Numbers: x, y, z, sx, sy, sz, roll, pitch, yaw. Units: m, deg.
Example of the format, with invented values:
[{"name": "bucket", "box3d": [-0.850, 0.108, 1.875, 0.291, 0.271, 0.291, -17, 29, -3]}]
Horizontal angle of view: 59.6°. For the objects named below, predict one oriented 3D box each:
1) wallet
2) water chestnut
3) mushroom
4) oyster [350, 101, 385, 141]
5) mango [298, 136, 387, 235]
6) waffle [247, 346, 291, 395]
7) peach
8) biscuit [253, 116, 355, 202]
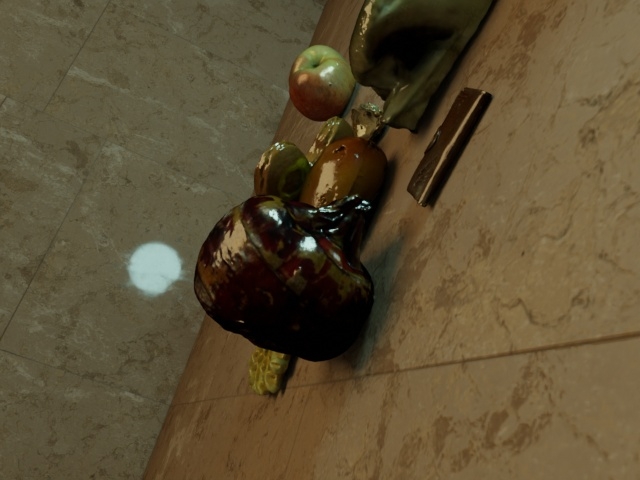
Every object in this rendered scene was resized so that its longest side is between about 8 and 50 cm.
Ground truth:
[{"name": "wallet", "box3d": [0.179, -0.138, 0.810, 0.176, 0.026, 0.095, -62, 12, 14]}, {"name": "water chestnut", "box3d": [-0.044, 0.047, 0.856, 0.244, 0.289, 0.289, -67, 13, -23]}, {"name": "mushroom", "box3d": [0.141, -0.352, 0.974, 0.217, 0.212, 0.291, -120, 48, -63]}, {"name": "oyster", "box3d": [0.102, -0.253, 1.224, 0.177, 0.056, 0.105, 148, 132, -67]}, {"name": "mango", "box3d": [0.035, -0.075, 1.045, 0.156, 0.151, 0.248, -9, -60, -69]}, {"name": "waffle", "box3d": [-0.095, 0.209, 1.197, 0.261, 0.056, 0.249, -174, 102, -73]}, {"name": "peach", "box3d": [0.009, -0.454, 1.667, 0.232, 0.233, 0.232, -59, 16, 28]}, {"name": "biscuit", "box3d": [-0.013, -0.138, 1.120, 0.277, 0.052, 0.262, -48, -27, -22]}]
